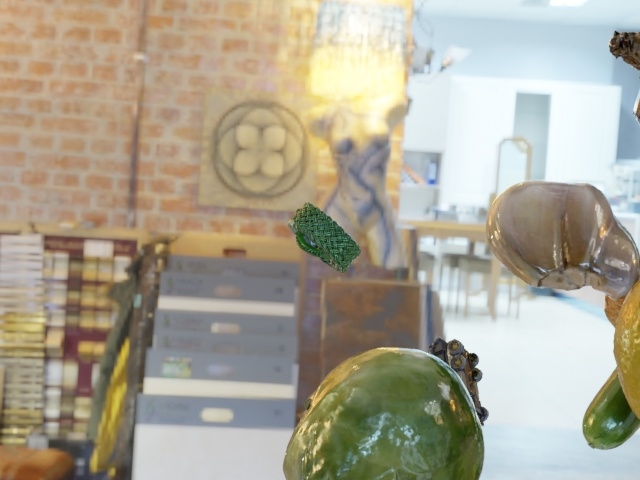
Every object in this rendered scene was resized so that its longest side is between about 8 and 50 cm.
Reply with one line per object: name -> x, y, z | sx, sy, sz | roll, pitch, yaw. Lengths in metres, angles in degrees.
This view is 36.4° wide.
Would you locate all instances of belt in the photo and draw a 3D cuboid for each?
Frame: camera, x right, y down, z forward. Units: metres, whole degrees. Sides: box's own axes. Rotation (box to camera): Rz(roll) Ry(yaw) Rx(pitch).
belt -> 0.000, 0.000, 1.825 | 0.151, 0.079, 0.121 | 44, -9, 6

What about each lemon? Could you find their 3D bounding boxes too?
lemon -> 0.574, 0.175, 1.484 | 0.245, 0.320, 0.245 | -8, 7, 1

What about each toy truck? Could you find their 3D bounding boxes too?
toy truck -> 0.270, 0.286, 1.946 | 0.092, 0.192, 0.083 | -25, -42, 26

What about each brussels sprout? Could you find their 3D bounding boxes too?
brussels sprout -> 0.075, 0.243, 1.147 | 0.244, 0.244, 0.244 | 4, 3, 0

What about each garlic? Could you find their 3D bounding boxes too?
garlic -> 0.358, -0.024, 1.454 | 0.217, 0.110, 0.228 | 5, 39, 0

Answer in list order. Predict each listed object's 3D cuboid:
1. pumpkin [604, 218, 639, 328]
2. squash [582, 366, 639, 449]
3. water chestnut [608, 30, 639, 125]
pumpkin -> 0.601, 0.003, 2.016 | 0.169, 0.312, 0.148 | -22, -15, -36
squash -> 0.583, 0.216, 1.706 | 0.378, 0.101, 0.101 | -44, 22, -18
water chestnut -> 0.664, -0.319, 1.720 | 0.302, 0.350, 0.350 | 24, 8, 14
